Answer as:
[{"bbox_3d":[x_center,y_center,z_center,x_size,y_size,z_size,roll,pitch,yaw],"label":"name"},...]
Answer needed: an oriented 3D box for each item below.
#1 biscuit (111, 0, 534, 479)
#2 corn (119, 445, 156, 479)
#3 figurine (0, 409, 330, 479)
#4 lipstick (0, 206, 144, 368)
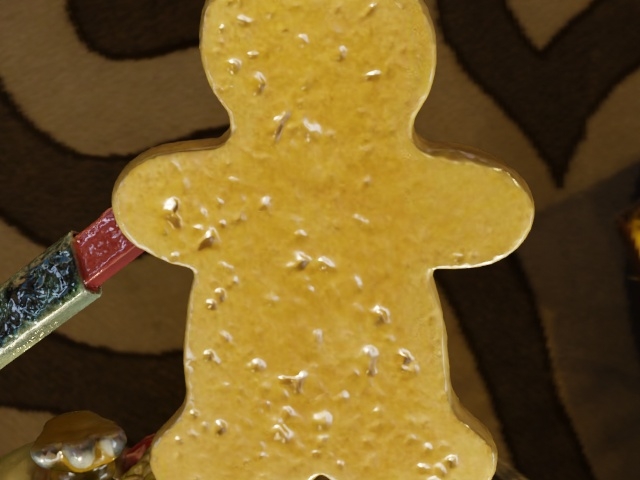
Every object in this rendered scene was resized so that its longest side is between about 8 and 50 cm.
[{"bbox_3d":[0.000,-0.001,0.561,0.158,0.035,0.240,3,111,4],"label":"biscuit"},{"bbox_3d":[-0.090,0.158,0.652,0.101,0.101,0.291,65,33,-12],"label":"corn"},{"bbox_3d":[-0.132,0.287,0.808,0.400,0.268,0.387,-10,92,-11],"label":"figurine"},{"bbox_3d":[-0.218,0.066,0.955,0.312,0.051,0.051,-34,88,22],"label":"lipstick"}]
